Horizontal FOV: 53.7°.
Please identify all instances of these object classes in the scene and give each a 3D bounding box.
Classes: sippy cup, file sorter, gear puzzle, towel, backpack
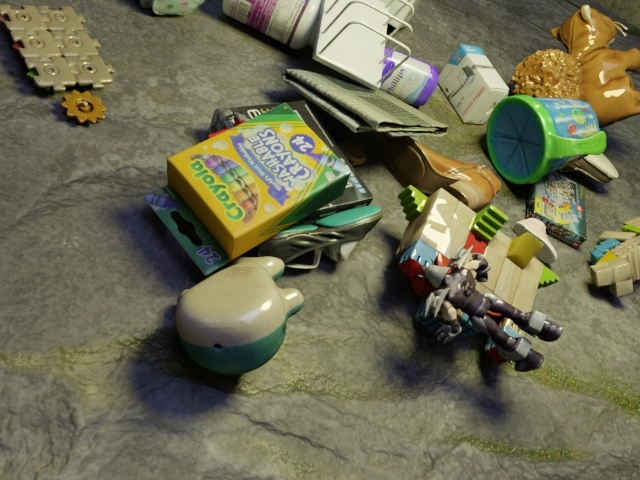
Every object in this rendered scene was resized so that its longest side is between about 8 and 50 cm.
[{"bbox_3d":[0.606,-0.282,1.690,0.224,0.240,0.305,-13,57,-21],"label":"sippy cup"},{"bbox_3d":[0.121,-0.559,1.563,0.193,0.173,0.277,20,64,-25],"label":"file sorter"},{"bbox_3d":[-0.530,-0.362,1.314,0.176,0.044,0.338,-16,65,-39],"label":"gear puzzle"},{"bbox_3d":[0.111,-0.323,1.534,0.324,0.056,0.312,37,27,33],"label":"towel"},{"bbox_3d":[-0.356,-0.651,1.564,0.189,0.165,0.144,-22,67,-36],"label":"backpack"}]

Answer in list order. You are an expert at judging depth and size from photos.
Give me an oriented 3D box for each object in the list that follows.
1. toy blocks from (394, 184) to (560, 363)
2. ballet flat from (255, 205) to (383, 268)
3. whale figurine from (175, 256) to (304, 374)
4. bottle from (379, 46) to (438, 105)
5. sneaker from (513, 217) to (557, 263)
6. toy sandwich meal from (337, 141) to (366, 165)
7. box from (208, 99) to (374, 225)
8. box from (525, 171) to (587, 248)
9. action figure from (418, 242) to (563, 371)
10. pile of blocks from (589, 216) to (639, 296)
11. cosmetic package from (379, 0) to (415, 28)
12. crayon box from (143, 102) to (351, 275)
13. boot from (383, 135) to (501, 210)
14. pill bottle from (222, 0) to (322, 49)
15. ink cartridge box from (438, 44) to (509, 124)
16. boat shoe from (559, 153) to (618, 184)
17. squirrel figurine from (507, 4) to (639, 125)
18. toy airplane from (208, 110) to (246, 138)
[{"bbox_3d":[0.291,0.083,1.297,0.381,0.191,0.260,36,57,-10],"label":"toy blocks"},{"bbox_3d":[0.000,0.000,1.253,0.281,0.096,0.095,-12,17,-25],"label":"ballet flat"},{"bbox_3d":[-0.132,0.120,1.062,0.217,0.141,0.272,-2,23,8],"label":"whale figurine"},{"bbox_3d":[0.177,-0.464,1.726,0.283,0.118,0.092,18,40,-15],"label":"bottle"},{"bbox_3d":[0.553,-0.005,1.583,0.070,0.051,0.134,-22,61,-34],"label":"sneaker"},{"bbox_3d":[0.069,-0.203,1.509,0.086,0.029,0.085,21,35,-16],"label":"toy sandwich meal"},{"bbox_3d":[-0.067,-0.164,1.364,0.243,0.076,0.307,-13,60,-35],"label":"box"},{"bbox_3d":[0.639,-0.100,1.717,0.159,0.044,0.233,27,45,-5],"label":"box"},{"bbox_3d":[0.294,0.127,1.163,0.285,0.099,0.185,35,79,-7],"label":"action figure"},{"bbox_3d":[0.798,0.050,1.652,0.362,0.149,0.112,-28,112,-32],"label":"pile of blocks"},{"bbox_3d":[0.250,-0.776,1.918,0.138,0.224,0.224,31,23,1],"label":"cosmetic package"},{"bbox_3d":[-0.131,-0.104,1.158,0.323,0.083,0.203,-33,70,-27],"label":"crayon box"},{"bbox_3d":[0.311,-0.183,1.573,0.283,0.109,0.220,38,36,21],"label":"boot"},{"bbox_3d":[-0.091,-0.612,1.672,0.302,0.169,0.169,25,45,-8],"label":"pill bottle"},{"bbox_3d":[0.441,-0.454,1.846,0.082,0.139,0.190,-1,53,-31],"label":"ink cartridge box"},{"bbox_3d":[0.719,-0.263,1.865,0.324,0.096,0.116,36,33,3],"label":"boat shoe"},{"bbox_3d":[0.805,-0.528,1.967,0.397,0.281,0.370,-16,91,-9],"label":"squirrel figurine"},{"bbox_3d":[-0.147,-0.209,1.286,0.151,0.028,0.151,9,53,-12],"label":"toy airplane"}]
